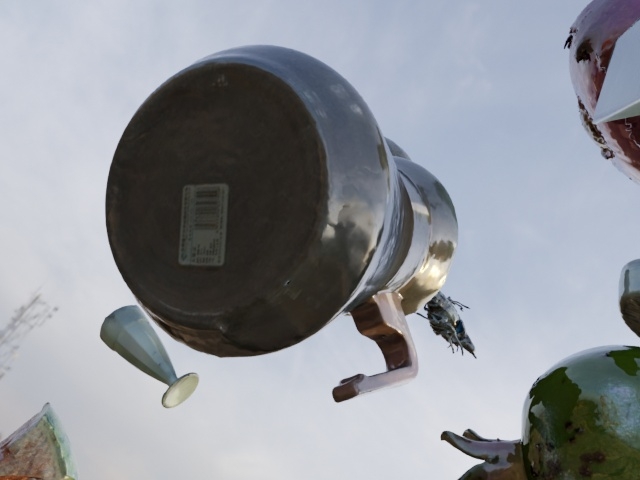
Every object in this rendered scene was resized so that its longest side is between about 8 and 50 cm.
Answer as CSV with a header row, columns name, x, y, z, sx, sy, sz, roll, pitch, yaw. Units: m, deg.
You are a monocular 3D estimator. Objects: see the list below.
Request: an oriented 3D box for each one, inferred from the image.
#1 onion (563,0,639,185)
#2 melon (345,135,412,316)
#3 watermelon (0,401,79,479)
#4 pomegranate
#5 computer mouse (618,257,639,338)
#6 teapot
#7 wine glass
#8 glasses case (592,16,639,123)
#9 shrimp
name,x,y,z,sx,sy,sz,roll,pitch,yaw
onion,0.550,-0.242,1.047,0.358,0.358,0.345,45,-44,-18
melon,0.057,-0.031,1.184,0.248,0.329,0.248,9,-15,2
watermelon,-0.394,0.271,0.889,0.158,0.121,0.098,5,-17,-12
pomegranate,0.217,0.181,0.562,0.224,0.181,0.181,-16,-53,28
computer mouse,0.422,0.087,0.716,0.231,0.079,0.128,33,-17,42
teapot,0.000,0.000,0.649,0.253,0.300,0.344,-24,-16,24
wine glass,-0.245,0.167,0.976,0.155,0.073,0.073,41,-25,24
glasses case,0.326,-0.170,0.658,0.056,0.105,0.266,16,8,11
shrimp,0.188,0.117,1.076,0.174,0.082,0.076,40,-67,-7
